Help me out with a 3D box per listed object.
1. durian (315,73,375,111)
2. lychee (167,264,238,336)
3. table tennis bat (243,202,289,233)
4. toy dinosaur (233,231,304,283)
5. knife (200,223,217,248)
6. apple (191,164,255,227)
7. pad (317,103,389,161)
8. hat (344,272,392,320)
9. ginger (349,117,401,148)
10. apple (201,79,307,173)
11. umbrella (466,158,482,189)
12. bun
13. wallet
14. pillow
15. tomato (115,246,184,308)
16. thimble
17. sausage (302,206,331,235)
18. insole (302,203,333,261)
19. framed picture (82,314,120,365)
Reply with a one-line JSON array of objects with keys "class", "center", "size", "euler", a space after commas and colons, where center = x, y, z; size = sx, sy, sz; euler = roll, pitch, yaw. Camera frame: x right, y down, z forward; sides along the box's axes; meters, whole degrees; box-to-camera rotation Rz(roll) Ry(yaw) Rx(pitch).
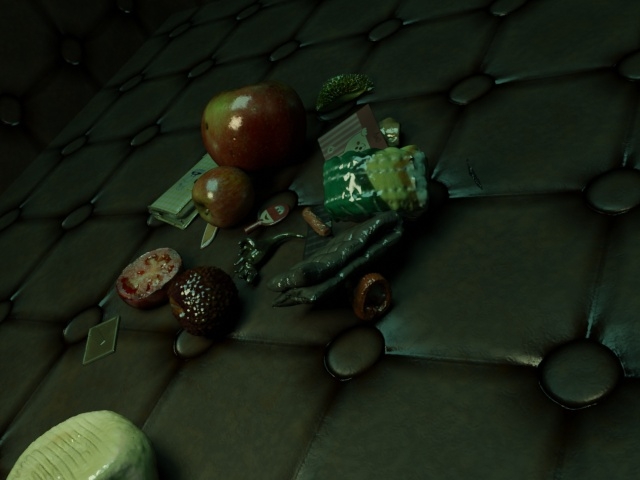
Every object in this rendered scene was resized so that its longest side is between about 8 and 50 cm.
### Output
[{"class": "durian", "center": [0.076, -0.540, 2.446], "size": [0.220, 0.096, 0.137], "euler": [-17, 39, 9]}, {"class": "lychee", "center": [-0.304, 0.155, 1.844], "size": [0.188, 0.188, 0.188], "euler": [-19, 38, 16]}, {"class": "table tennis bat", "center": [-0.163, -0.066, 2.127], "size": [0.154, 0.019, 0.098], "euler": [-30, 36, -3]}, {"class": "toy dinosaur", "center": [-0.150, 0.057, 1.971], "size": [0.178, 0.087, 0.187], "euler": [13, 65, 2]}, {"class": "knife", "center": [-0.334, -0.071, 2.248], "size": [0.046, 0.022, 0.256], "euler": [-3, 49, 24]}, {"class": "apple", "center": [-0.298, -0.138, 2.162], "size": [0.188, 0.188, 0.174], "euler": [14, 46, 44]}, {"class": "pad", "center": [0.103, -0.266, 2.092], "size": [0.202, 0.005, 0.300], "euler": [-33, 47, 18]}, {"class": "hat", "center": [0.098, 0.118, 1.667], "size": [0.162, 0.093, 0.112], "euler": [30, 102, 58]}, {"class": "ginger", "center": [0.152, -0.311, 2.140], "size": [0.213, 0.074, 0.137], "euler": [-5, 39, 25]}, {"class": "apple", "center": [-0.212, -0.363, 2.253], "size": [0.348, 0.277, 0.348], "euler": [-11, 13, 3]}, {"class": "umbrella", "center": [0.407, -0.172, 1.843], "size": [0.013, 0.022, 0.122], "euler": [-6, 48, -8]}, {"class": "bun", "center": [-0.516, 0.542, 1.509], "size": [0.360, 0.213, 0.361], "euler": [-17, 23, 8]}, {"class": "wallet", "center": [-0.435, -0.182, 2.416], "size": [0.223, 0.077, 0.309], "euler": [14, 55, 49]}, {"class": "pillow", "center": [0.039, 0.049, 1.682], "size": [0.326, 0.101, 0.228], "euler": [-32, 6, -28]}, {"class": "tomato", "center": [-0.497, 0.121, 2.089], "size": [0.224, 0.085, 0.225], "euler": [-19, 35, 14]}, {"class": "thimble", "center": [0.148, -0.139, 1.781], "size": [0.288, 0.254, 0.168], "euler": [-8, 84, 36]}, {"class": "sausage", "center": [-0.016, -0.055, 1.972], "size": [0.036, 0.042, 0.158], "euler": [-67, 31, 17]}, {"class": "insole", "center": [0.000, 0.000, 1.936], "size": [0.110, 0.012, 0.310], "euler": [-19, 38, 18]}, {"class": "framed picture", "center": [-0.646, 0.293, 2.055], "size": [0.109, 0.011, 0.149], "euler": [-23, 37, 10]}]
